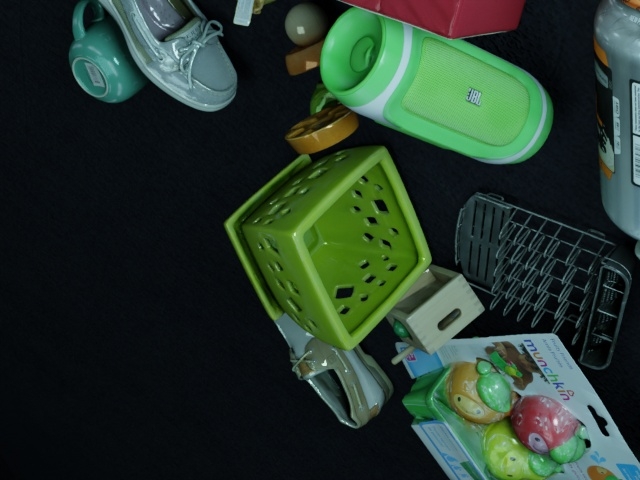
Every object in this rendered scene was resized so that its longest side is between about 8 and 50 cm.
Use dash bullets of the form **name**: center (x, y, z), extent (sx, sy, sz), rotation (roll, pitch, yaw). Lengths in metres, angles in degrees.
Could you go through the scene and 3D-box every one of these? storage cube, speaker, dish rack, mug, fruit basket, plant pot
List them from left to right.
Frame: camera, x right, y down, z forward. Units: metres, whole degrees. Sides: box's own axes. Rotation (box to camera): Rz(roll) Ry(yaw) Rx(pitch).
- **mug**: center (-0.350, -0.296, 1.806), extent (0.158, 0.097, 0.129), rotation (40, 144, 1)
- **plant pot**: center (0.000, 0.000, 1.697), extent (0.207, 0.228, 0.227), rotation (10, 134, 46)
- **storage cube**: center (0.127, -0.337, 1.200), extent (0.184, 0.215, 0.193), rotation (24, 113, 24)
- **speaker**: center (0.143, -0.180, 1.331), extent (0.297, 0.131, 0.131), rotation (16, 162, -39)
- **fruit basket**: center (0.302, 0.282, 1.732), extent (0.353, 0.165, 0.327), rotation (-5, 124, 57)
- **dish rack**: center (0.307, 0.048, 1.587), extent (0.272, 0.074, 0.208), rotation (24, 140, 23)

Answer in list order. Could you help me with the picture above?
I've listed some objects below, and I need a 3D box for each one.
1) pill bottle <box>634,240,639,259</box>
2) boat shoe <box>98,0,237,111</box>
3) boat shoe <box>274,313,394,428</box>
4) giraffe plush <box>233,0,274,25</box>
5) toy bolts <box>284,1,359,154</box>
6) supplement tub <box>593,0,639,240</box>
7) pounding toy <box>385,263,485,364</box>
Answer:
- **pill bottle**: center (0.513, 0.070, 1.354), extent (0.264, 0.153, 0.153), rotation (46, 144, -7)
- **boat shoe**: center (-0.231, -0.332, 1.651), extent (0.320, 0.118, 0.103), rotation (54, 147, -6)
- **boat shoe**: center (0.002, 0.202, 1.994), extent (0.302, 0.103, 0.113), rotation (46, 143, -6)
- **giraffe plush**: center (-0.070, -0.364, 1.453), extent (0.181, 0.210, 0.170), rotation (29, 179, -6)
- **toy bolts**: center (0.037, -0.238, 1.452), extent (0.229, 0.218, 0.158), rotation (-16, 111, 29)
- **supplement tub**: center (0.391, -0.163, 1.193), extent (0.194, 0.193, 0.316), rotation (15, 136, 31)
- **pounding toy**: center (0.161, 0.123, 1.717), extent (0.100, 0.141, 0.130), rotation (54, 169, -17)
